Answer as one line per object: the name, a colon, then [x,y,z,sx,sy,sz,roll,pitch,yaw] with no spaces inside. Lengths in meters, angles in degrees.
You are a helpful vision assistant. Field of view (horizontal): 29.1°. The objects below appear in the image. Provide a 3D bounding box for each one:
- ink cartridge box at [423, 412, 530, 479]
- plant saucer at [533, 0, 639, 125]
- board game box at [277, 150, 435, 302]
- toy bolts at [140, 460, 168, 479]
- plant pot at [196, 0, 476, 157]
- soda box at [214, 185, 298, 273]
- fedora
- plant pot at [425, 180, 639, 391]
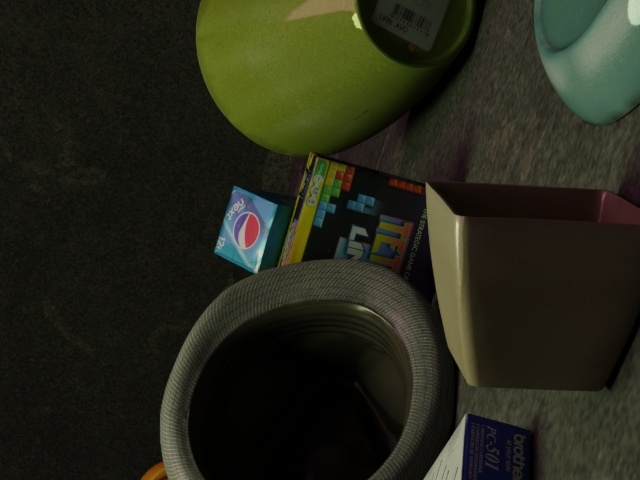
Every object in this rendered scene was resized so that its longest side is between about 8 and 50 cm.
ink cartridge box: [0.076,0.209,0.792,0.207,0.046,0.097,112,172,-47]
plant saucer: [0.200,-0.230,0.771,0.317,0.044,0.317,-166,90,-83]
board game box: [0.036,0.019,1.128,0.048,0.141,0.170,-126,51,-77]
toy bolts: [-0.124,0.241,1.421,0.158,0.218,0.228,139,117,-72]
plant pot: [0.040,-0.235,1.348,0.293,0.275,0.275,2,76,67]
soda box: [0.000,0.000,1.221,0.067,0.210,0.071,24,101,42]
fedora: [-0.002,0.157,1.017,0.275,0.244,0.124,-95,-10,-46]
plant pot: [0.114,0.025,0.673,0.109,0.109,0.096,-107,21,-77]
